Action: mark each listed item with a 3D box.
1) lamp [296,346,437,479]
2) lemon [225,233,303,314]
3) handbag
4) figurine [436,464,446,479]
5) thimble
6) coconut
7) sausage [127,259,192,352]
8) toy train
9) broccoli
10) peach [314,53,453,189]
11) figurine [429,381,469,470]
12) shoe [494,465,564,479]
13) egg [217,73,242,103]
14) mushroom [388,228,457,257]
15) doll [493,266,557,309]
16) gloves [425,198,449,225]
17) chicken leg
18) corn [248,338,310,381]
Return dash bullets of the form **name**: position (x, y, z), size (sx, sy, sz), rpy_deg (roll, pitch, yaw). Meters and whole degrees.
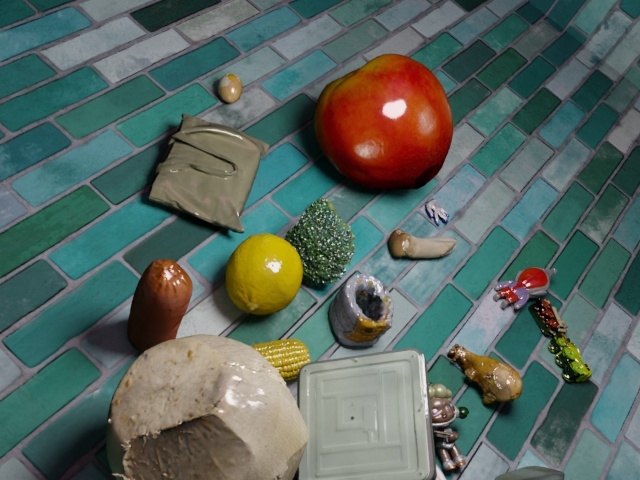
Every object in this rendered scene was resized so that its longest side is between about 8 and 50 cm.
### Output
- **lamp**: position (0.082, 0.351, 1.530), size (0.268, 0.047, 0.267), rpy_deg (-12, 59, 18)
- **lemon**: position (-0.130, 0.081, 1.816), size (0.178, 0.178, 0.203), rpy_deg (24, 46, -9)
- **handbag**: position (-0.275, -0.179, 1.995), size (0.253, 0.109, 0.316), rpy_deg (19, 54, -8)
- **figurine**: position (0.127, 0.471, 1.599), size (0.211, 0.253, 0.361), rpy_deg (8, 41, -43)
- **thimble**: position (0.098, 0.170, 1.901), size (0.127, 0.118, 0.151), rpy_deg (7, 51, -23)
- **coconut**: position (-0.199, 0.364, 1.447), size (0.346, 0.360, 0.346), rpy_deg (-13, 46, 13)
- **sausage**: position (-0.329, 0.133, 1.616), size (0.113, 0.259, 0.114), rpy_deg (11, 50, -14)
- **toy train**: position (0.650, 0.267, 2.157), size (0.085, 0.053, 0.250), rpy_deg (5, 50, -34)
- **broccoli**: position (0.000, 0.000, 1.974), size (0.194, 0.220, 0.194), rpy_deg (5, 12, -1)
- **peach**: position (0.181, -0.310, 2.172), size (0.388, 0.388, 0.389), rpy_deg (14, 49, -17)
- **figurine**: position (0.277, 0.420, 1.812), size (0.147, 0.094, 0.197), rpy_deg (-13, 61, -21)
- **shoe**: position (0.480, 0.569, 1.826), size (0.195, 0.079, 0.078), rpy_deg (5, 87, -34)
- **egg**: position (-0.254, -0.424, 2.226), size (0.071, 0.071, 0.083), rpy_deg (12, 51, -19)
- **mushroom**: position (0.280, 0.013, 2.160), size (0.209, 0.071, 0.084), rpy_deg (3, 21, -29)
- **doll**: position (0.580, 0.124, 2.215), size (0.227, 0.075, 0.102), rpy_deg (-25, 52, -29)
- **gloves**: position (0.335, -0.080, 2.288), size (0.086, 0.026, 0.064), rpy_deg (49, 50, 8)
- **chicken leg**: position (0.403, 0.331, 1.961), size (0.207, 0.101, 0.085), rpy_deg (31, 39, 27)
- **corn**: position (-0.137, 0.270, 1.719), size (0.244, 0.093, 0.093), rpy_deg (-6, 58, -30)
